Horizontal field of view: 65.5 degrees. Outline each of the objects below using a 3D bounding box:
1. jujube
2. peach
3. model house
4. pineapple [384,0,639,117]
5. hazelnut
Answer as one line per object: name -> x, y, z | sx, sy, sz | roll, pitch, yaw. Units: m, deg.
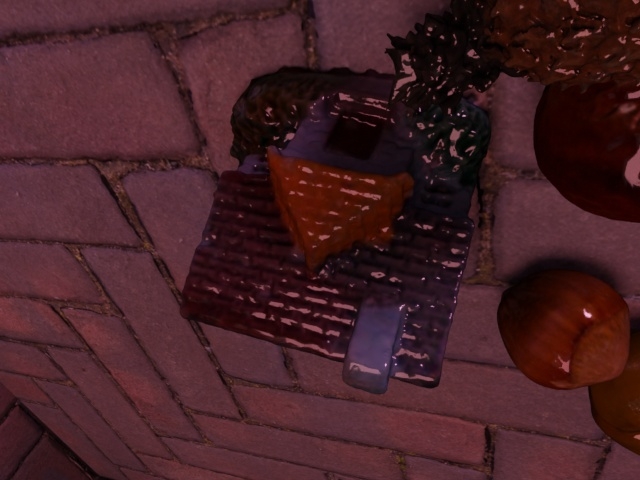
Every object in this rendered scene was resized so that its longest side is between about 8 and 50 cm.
jujube -> 0.331, -0.111, 0.453 | 0.190, 0.190, 0.255 | 46, 157, -21
peach -> 0.536, 0.236, 0.747 | 0.251, 0.153, 0.251 | 17, 142, 13
model house -> 0.000, 0.000, 0.621 | 0.361, 0.338, 0.297 | 13, 137, 12
pineapple -> 0.193, -0.199, 0.399 | 0.202, 0.202, 0.362 | 44, 153, -19
hazelnut -> 0.343, 0.133, 0.719 | 0.182, 0.182, 0.182 | 12, 135, 13
